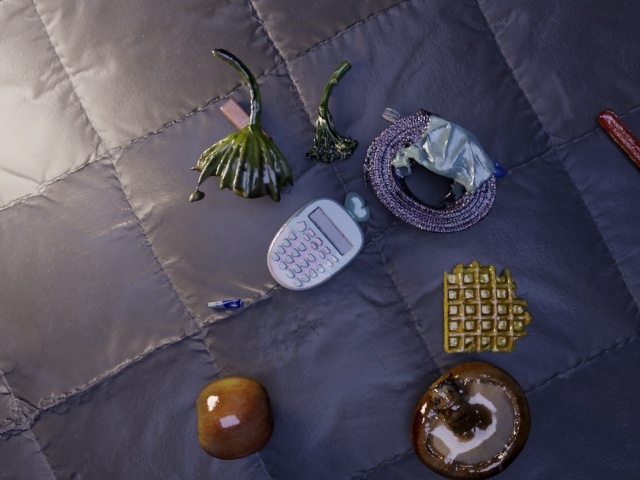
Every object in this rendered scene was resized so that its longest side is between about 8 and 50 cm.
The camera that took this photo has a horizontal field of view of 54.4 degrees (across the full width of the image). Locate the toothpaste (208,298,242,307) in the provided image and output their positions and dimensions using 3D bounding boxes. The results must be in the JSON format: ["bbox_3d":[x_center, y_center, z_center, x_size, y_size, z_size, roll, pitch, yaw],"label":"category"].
[{"bbox_3d":[-0.240,0.160,1.568,0.083,0.015,0.024,-2,96,-4],"label":"toothpaste"}]

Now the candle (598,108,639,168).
[{"bbox_3d":[0.814,-0.199,1.553,0.329,0.048,0.051,49,48,2],"label":"candle"}]

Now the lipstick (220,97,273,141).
[{"bbox_3d":[-0.184,-0.290,1.565,0.045,0.045,0.145,-44,89,1],"label":"lipstick"}]

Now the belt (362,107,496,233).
[{"bbox_3d":[0.270,-0.158,1.497,0.325,0.122,0.260,35,103,10],"label":"belt"}]

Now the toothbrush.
[{"bbox_3d":[0.291,-0.268,1.572,0.288,0.024,0.026,24,74,2],"label":"toothbrush"}]

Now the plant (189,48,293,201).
[{"bbox_3d":[-0.167,-0.243,1.447,0.251,0.180,0.333,10,119,-7],"label":"plant"}]

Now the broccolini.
[{"bbox_3d":[0.054,-0.320,1.565,0.123,0.062,0.271,15,86,-9],"label":"broccolini"}]

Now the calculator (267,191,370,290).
[{"bbox_3d":[0.000,0.000,1.557,0.299,0.041,0.185,-42,88,1],"label":"calculator"}]

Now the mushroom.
[{"bbox_3d":[0.349,0.426,1.484,0.297,0.163,0.278,-41,97,-1],"label":"mushroom"}]

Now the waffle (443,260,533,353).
[{"bbox_3d":[0.417,0.165,1.539,0.219,0.057,0.229,1,87,0],"label":"waffle"}]

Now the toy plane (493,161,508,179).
[{"bbox_3d":[0.381,-0.176,1.552,0.167,0.062,0.054,7,99,9],"label":"toy plane"}]

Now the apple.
[{"bbox_3d":[-0.202,0.418,1.473,0.174,0.188,0.188,-9,88,-3],"label":"apple"}]
